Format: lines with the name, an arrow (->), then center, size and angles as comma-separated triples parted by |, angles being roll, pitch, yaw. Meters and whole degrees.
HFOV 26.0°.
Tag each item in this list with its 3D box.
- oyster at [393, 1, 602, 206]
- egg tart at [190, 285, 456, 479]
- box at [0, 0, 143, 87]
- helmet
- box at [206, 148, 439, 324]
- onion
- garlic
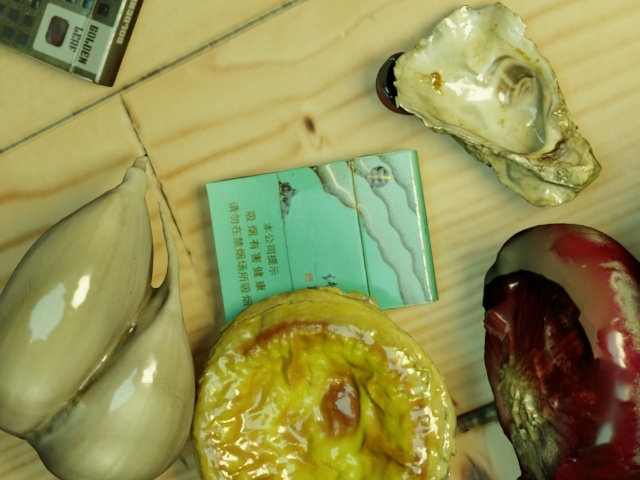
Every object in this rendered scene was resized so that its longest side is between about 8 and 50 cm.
oyster -> 0.180, -0.122, 1.371 | 0.161, 0.107, 0.233 | -42, 69, -9
egg tart -> 0.008, 0.191, 1.424 | 0.295, 0.116, 0.294 | 0, 91, 20
box -> -0.348, -0.311, 1.551 | 0.325, 0.047, 0.180 | 23, 98, 15
helmet -> 0.092, -0.156, 1.422 | 0.084, 0.049, 0.065 | 10, 75, -17
box -> 0.001, 0.000, 1.457 | 0.229, 0.041, 0.162 | -8, 90, 17
onion -> 0.261, 0.110, 1.293 | 0.195, 0.272, 0.272 | -5, 90, -16
garlic -> -0.209, 0.100, 1.430 | 0.231, 0.246, 0.340 | 28, 97, 6
